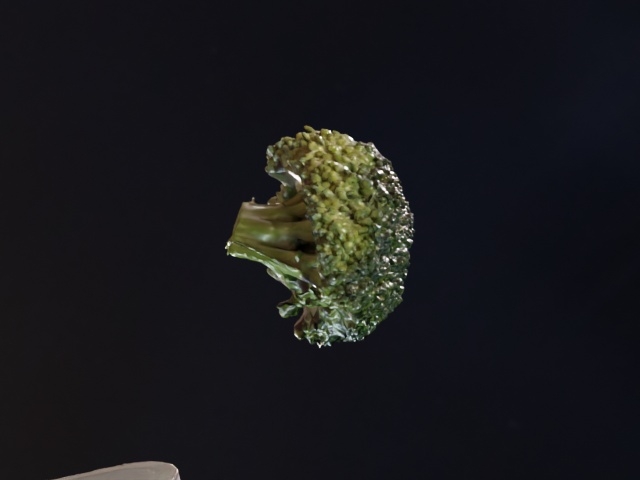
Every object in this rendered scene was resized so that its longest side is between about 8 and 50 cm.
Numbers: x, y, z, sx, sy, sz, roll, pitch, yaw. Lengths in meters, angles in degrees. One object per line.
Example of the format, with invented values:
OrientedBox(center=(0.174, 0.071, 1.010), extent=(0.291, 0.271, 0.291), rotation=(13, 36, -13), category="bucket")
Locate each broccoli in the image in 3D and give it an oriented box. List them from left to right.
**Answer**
OrientedBox(center=(0.003, 0.001, 1.869), extent=(0.226, 0.176, 0.198), rotation=(-54, 154, -52), category="broccoli")

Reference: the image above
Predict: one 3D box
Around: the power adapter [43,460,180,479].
OrientedBox(center=(-0.090, 0.232, 0.780), extent=(0.124, 0.255, 0.187), rotation=(-14, -174, 6), category="power adapter")
